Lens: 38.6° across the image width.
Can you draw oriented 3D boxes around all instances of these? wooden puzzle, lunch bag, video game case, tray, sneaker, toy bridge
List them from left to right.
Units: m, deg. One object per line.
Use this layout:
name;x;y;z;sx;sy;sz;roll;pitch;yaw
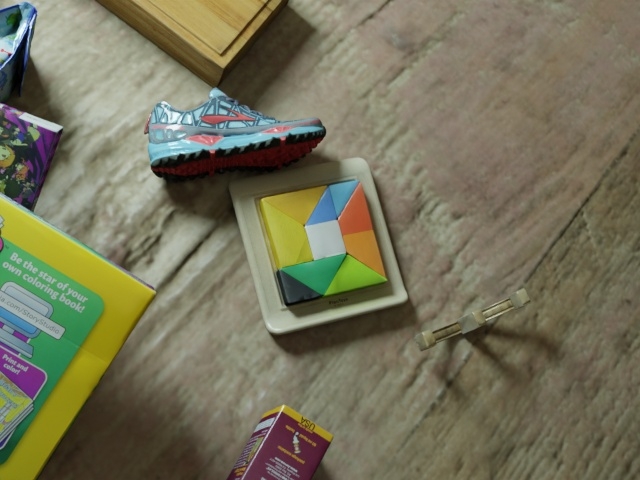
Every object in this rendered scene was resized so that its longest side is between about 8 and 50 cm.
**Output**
video game case;-0.458;-0.071;1.131;0.210;0.042;0.232;22;102;-10
lunch bag;-0.435;-0.237;1.211;0.096;0.129;0.151;40;64;-7
tray;-0.259;-0.432;1.364;0.411;0.076;0.203;36;65;-3
sneaker;-0.119;-0.167;1.304;0.262;0.104;0.125;-8;73;-20
wooden puzzle;0.000;0.000;1.318;0.221;0.044;0.238;-12;76;-21
toy bridge;0.220;0.118;1.337;0.188;0.063;0.026;-20;80;-21

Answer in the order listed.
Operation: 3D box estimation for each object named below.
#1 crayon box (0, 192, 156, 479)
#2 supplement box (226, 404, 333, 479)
crayon box;-0.428;0.094;1.059;0.363;0.106;0.313;33;83;-10
supplement box;-0.072;0.313;1.157;0.081;0.104;0.188;33;66;-5
